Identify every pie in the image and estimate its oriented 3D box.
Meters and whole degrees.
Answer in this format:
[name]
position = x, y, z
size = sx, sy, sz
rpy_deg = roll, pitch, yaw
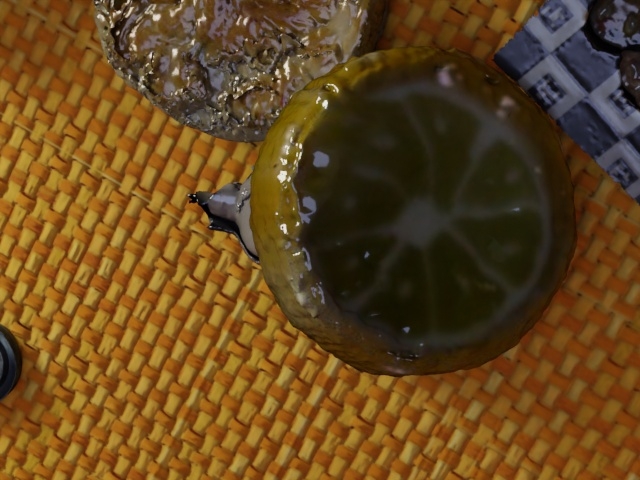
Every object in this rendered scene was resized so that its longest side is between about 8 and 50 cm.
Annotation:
[pie]
position = -0.064, -0.216, 1.349
size = 0.274, 0.055, 0.274
rpy_deg = 2, 96, 18

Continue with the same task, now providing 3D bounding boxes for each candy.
[candy]
position = 0.072, -0.020, 1.263
size = 0.260, 0.118, 0.260
rpy_deg = 0, 89, -19

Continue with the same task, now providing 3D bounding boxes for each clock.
[clock]
position = -0.312, 0.110, 1.504
size = 0.085, 0.017, 0.085
rpy_deg = 3, 102, 16

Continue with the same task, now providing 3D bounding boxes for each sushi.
[sushi]
position = 0.275, -0.136, 1.264
size = 0.215, 0.050, 0.192
rpy_deg = 44, 113, -1

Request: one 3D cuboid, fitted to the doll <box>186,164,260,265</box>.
[doll]
position = 0.000, 0.000, 1.350
size = 0.149, 0.095, 0.192
rpy_deg = -36, 92, 22
